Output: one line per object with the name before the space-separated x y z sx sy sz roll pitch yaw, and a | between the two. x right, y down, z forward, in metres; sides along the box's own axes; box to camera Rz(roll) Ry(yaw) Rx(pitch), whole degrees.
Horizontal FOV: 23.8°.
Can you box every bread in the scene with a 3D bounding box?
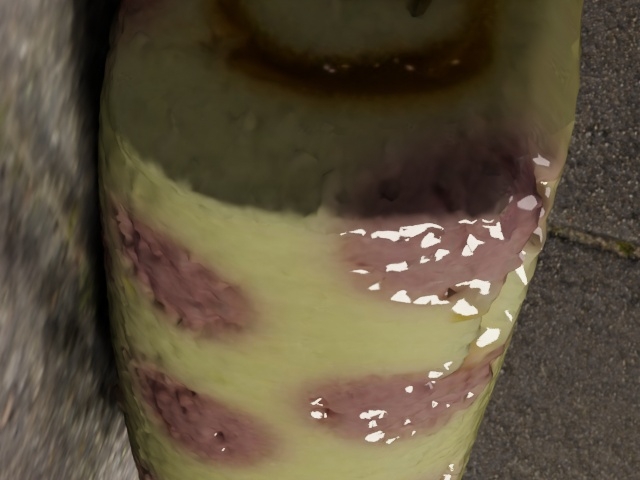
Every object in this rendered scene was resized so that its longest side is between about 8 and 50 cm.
bread | 0.000 0.000 0.579 0.338 0.155 0.187 94 5 -58
